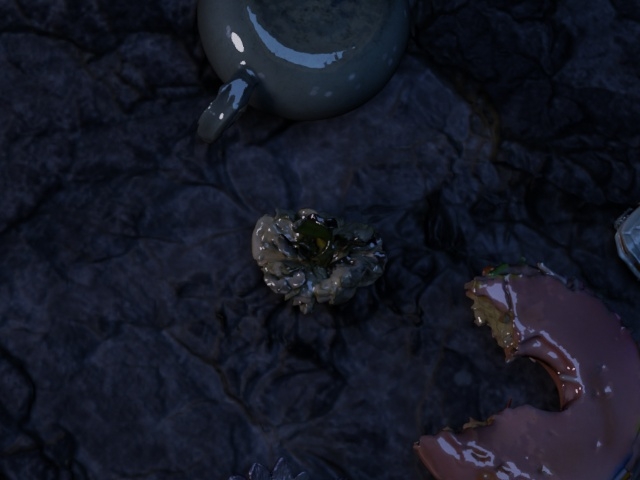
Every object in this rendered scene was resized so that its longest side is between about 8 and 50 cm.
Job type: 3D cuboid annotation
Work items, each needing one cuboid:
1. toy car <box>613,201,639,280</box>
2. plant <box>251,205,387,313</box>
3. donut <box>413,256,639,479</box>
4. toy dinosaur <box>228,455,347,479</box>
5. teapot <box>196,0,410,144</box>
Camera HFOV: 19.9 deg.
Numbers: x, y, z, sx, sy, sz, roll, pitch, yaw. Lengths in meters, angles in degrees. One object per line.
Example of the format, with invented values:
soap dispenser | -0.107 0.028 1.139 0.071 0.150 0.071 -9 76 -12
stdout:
toy car | 0.363 -0.032 1.730 0.205 0.056 0.095 -42 86 -20
plant | 0.000 0.000 1.597 0.116 0.122 0.104 -19 68 -11
donut | 0.194 0.143 1.619 0.199 0.085 0.233 24 69 -6
toy dinosaur | -0.062 0.238 1.547 0.209 0.039 0.082 -25 78 -30
teapot | -0.018 -0.199 1.645 0.193 0.129 0.294 39 71 -1
